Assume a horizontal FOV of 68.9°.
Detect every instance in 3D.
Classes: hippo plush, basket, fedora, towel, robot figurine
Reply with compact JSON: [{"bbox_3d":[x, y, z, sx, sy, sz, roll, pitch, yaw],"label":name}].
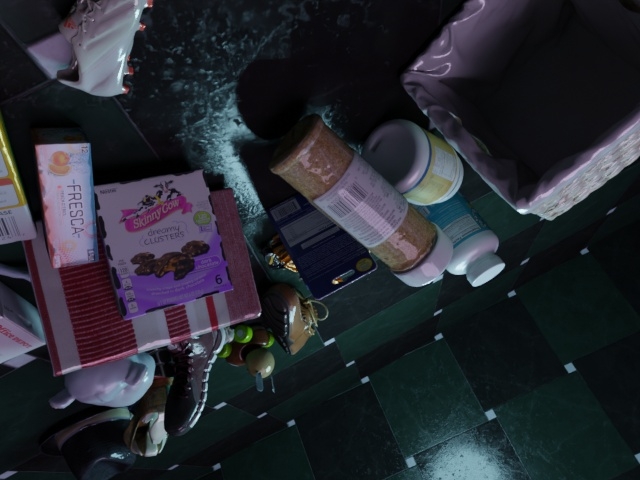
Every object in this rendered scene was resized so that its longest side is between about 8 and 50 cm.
[{"bbox_3d":[-0.351,0.155,0.811,0.235,0.236,0.294,-24,152,-12],"label":"hippo plush"},{"bbox_3d":[0.383,-0.253,0.771,0.331,0.328,0.267,-45,153,25],"label":"basket"},{"bbox_3d":[-0.645,0.618,1.381,0.334,0.152,0.334,-23,151,-13],"label":"fedora"},{"bbox_3d":[-0.272,0.054,0.754,0.329,0.236,0.037,-13,-179,-29],"label":"towel"},{"bbox_3d":[0.001,0.022,1.099,0.211,0.085,0.291,-41,151,17],"label":"robot figurine"}]

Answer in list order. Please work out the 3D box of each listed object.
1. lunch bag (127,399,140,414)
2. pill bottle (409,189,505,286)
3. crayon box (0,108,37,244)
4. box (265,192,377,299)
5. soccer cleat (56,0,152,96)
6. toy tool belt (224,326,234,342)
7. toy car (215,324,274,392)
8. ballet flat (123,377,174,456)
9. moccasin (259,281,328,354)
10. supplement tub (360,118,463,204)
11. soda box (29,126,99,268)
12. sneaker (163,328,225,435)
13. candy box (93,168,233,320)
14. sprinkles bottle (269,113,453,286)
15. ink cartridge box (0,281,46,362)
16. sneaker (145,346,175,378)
[{"bbox_3d":[-0.464,0.440,1.324,0.129,0.096,0.151,-25,142,-11],"label":"lunch bag"},{"bbox_3d":[0.343,-0.016,1.176,0.146,0.264,0.146,-24,152,-13],"label":"pill bottle"},{"bbox_3d":[-0.435,-0.107,0.466,0.203,0.083,0.322,-15,149,-28],"label":"crayon box"},{"bbox_3d":[0.000,0.000,0.911,0.137,0.225,0.036,-28,153,-5],"label":"box"},{"bbox_3d":[-0.227,-0.232,0.484,0.076,0.068,0.196,-3,145,-36],"label":"soccer cleat"},{"bbox_3d":[-0.279,0.262,1.273,0.083,0.052,0.051,-39,120,9],"label":"toy tool belt"},{"bbox_3d":[-0.192,0.355,1.348,0.149,0.188,0.155,-37,152,11],"label":"toy car"},{"bbox_3d":[-0.442,0.495,1.226,0.123,0.123,0.348,-5,135,-40],"label":"ballet flat"},{"bbox_3d":[-0.069,0.207,1.287,0.147,0.139,0.380,-39,151,-16],"label":"moccasin"},{"bbox_3d":[0.189,-0.149,0.937,0.200,0.144,0.144,8,134,-50],"label":"supplement tub"},{"bbox_3d":[-0.337,-0.055,0.618,0.063,0.058,0.183,-10,128,-33],"label":"soda box"},{"bbox_3d":[-0.330,0.291,1.083,0.107,0.281,0.162,-5,143,24],"label":"sneaker"},{"bbox_3d":[-0.242,0.002,0.712,0.165,0.196,0.070,-15,-176,-28],"label":"candy box"},{"bbox_3d":[0.079,-0.061,0.814,0.355,0.121,0.121,39,112,-23],"label":"sprinkles bottle"},{"bbox_3d":[-0.581,0.156,0.758,0.191,0.082,0.139,-24,152,-14],"label":"ink cartridge box"},{"bbox_3d":[-0.451,0.292,1.123,0.118,0.107,0.279,-25,158,35],"label":"sneaker"}]
